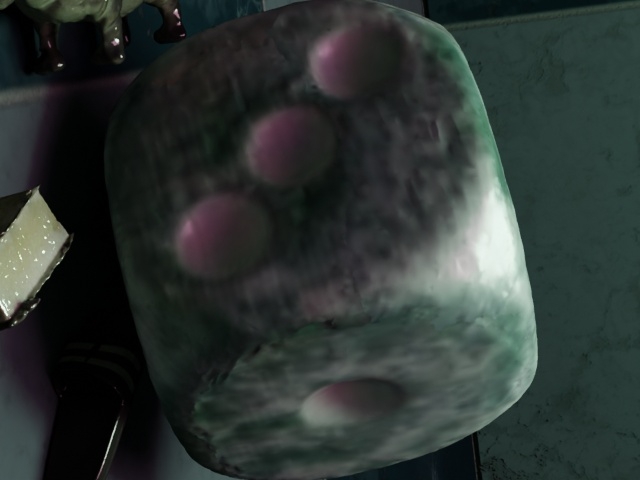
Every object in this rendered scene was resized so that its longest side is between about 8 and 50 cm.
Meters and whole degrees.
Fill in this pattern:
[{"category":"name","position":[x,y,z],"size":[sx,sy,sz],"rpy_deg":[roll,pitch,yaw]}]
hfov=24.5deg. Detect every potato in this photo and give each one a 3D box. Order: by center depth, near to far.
[{"category":"potato","position":[-0.240,0.017,1.090],"size":[0.061,0.086,0.122],"rpy_deg":[61,28,-25]}]

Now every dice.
[{"category":"dice","position":[0.000,0.000,1.344],"size":[0.330,0.328,0.348],"rpy_deg":[76,1,-56]}]

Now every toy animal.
[{"category":"toy animal","position":[-0.212,-0.225,1.211],"size":[0.343,0.106,0.168],"rpy_deg":[-2,88,-70]}]

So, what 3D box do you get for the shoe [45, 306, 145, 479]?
[{"category":"shoe","position":[-0.195,0.127,1.232],"size":[0.049,0.071,0.179],"rpy_deg":[57,36,-51]}]
